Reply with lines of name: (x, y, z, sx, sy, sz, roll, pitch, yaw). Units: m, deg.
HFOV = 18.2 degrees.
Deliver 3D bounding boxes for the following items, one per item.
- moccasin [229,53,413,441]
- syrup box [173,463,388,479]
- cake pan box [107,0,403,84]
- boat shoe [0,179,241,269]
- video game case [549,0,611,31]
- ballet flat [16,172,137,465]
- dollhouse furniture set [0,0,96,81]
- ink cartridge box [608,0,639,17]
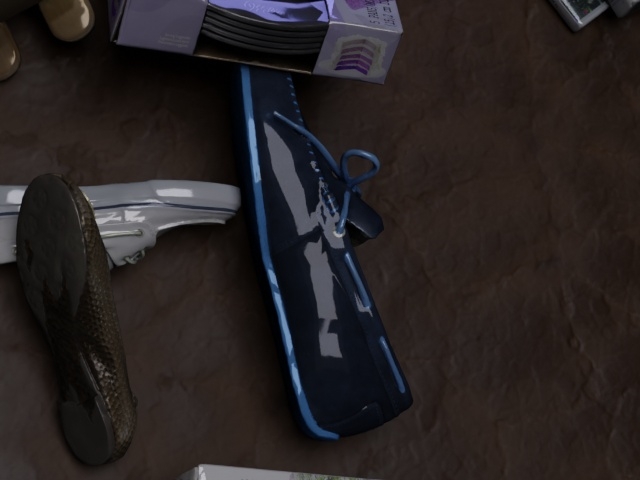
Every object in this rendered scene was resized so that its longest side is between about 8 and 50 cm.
moccasin: (0.000, 0.000, 1.743, 0.117, 0.138, 0.342, -12, 92, -7)
syrup box: (-0.007, 0.251, 1.677, 0.237, 0.096, 0.093, 7, 71, -16)
cake pan box: (-0.066, -0.248, 1.753, 0.246, 0.070, 0.267, 7, 41, -14)
boat shoe: (-0.180, -0.010, 1.713, 0.226, 0.083, 0.076, -2, 86, -7)
video game case: (0.265, -0.322, 1.973, 0.190, 0.022, 0.173, -37, 88, -25)
ballet flat: (-0.195, 0.064, 1.658, 0.058, 0.084, 0.250, -22, 104, -49)
dollhouse furniture set: (-0.302, -0.152, 1.640, 0.242, 0.212, 0.161, -28, 83, 3)
ink cartridge box: (0.327, -0.350, 1.965, 0.208, 0.045, 0.206, -27, 84, -23)
